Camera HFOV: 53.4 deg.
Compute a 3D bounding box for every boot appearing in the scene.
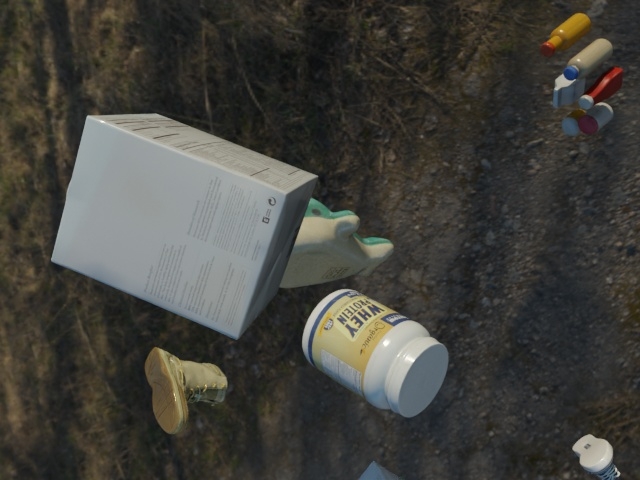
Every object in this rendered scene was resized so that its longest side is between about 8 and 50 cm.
[{"bbox_3d":[0.552,0.436,1.237,0.069,0.190,0.086,-42,77,7],"label":"boot"},{"bbox_3d":[-0.319,0.386,1.594,0.095,0.203,0.262,-56,38,12],"label":"boot"}]

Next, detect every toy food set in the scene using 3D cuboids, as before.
[{"bbox_3d":[0.453,-0.265,1.127,0.111,0.104,0.232,35,153,39],"label":"toy food set"}]

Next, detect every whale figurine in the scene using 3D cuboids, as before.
[{"bbox_3d":[0.000,0.000,1.170,0.216,0.272,0.141,-49,46,42],"label":"whale figurine"}]

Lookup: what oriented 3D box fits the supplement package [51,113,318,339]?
[{"bbox_3d":[-0.172,-0.033,0.858,0.262,0.198,0.199,22,105,6],"label":"supplement package"}]

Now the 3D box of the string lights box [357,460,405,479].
[{"bbox_3d":[0.193,0.538,1.211,0.077,0.259,0.133,-51,22,2],"label":"string lights box"}]

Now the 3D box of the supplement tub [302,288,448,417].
[{"bbox_3d":[0.135,0.277,1.589,0.316,0.228,0.228,25,117,40],"label":"supplement tub"}]
